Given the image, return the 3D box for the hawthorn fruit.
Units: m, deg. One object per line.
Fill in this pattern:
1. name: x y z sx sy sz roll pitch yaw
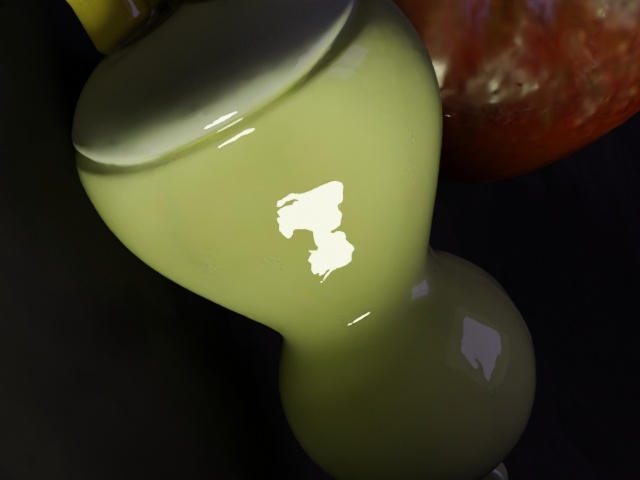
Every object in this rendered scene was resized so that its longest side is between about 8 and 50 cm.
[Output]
1. hawthorn fruit: 0.049 -0.137 0.890 0.272 0.241 0.242 133 -57 -83

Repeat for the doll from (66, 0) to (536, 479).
1. doll: -0.001 -0.005 0.753 0.296 0.141 0.117 59 7 -29
